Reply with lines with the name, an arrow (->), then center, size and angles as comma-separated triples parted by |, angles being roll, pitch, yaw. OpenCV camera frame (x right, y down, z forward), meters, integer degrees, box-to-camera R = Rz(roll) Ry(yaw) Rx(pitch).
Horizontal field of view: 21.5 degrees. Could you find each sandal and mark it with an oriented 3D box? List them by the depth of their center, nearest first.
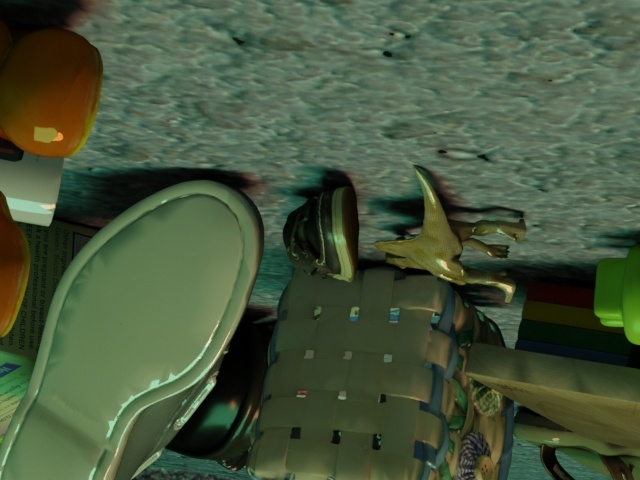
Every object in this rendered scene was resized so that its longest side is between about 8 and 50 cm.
sandal -> 0.311, 0.263, 1.978 | 0.120, 0.086, 0.303 | -3, 164, 37

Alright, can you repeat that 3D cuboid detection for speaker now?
speaker -> -0.223, -0.046, 1.009 | 0.136, 0.055, 0.055 | 11, 166, -14

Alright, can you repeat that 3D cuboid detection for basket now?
basket -> 0.052, 0.165, 1.334 | 0.201, 0.255, 0.289 | 5, 156, 12

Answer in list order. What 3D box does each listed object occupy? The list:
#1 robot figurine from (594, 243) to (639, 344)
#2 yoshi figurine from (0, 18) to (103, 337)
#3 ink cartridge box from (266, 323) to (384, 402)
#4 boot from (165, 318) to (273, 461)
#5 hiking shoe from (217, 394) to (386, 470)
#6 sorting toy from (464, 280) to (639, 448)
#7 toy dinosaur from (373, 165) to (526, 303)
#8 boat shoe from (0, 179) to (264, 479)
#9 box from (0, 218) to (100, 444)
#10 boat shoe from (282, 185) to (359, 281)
robot figurine -> 0.237, 0.036, 1.089 | 0.115, 0.067, 0.101 | 2, 164, 19
yoshi figurine -> -0.282, -0.061, 0.723 | 0.362, 0.203, 0.203 | 16, 148, -26
ink cartridge box -> -0.026, 0.122, 1.604 | 0.109, 0.063, 0.150 | 14, 166, -30
boot -> -0.222, 0.122, 1.557 | 0.260, 0.131, 0.348 | 15, 165, -32
hiking shoe -> -0.035, 0.174, 1.816 | 0.132, 0.113, 0.304 | 35, -167, 37
sorting toy -> 0.279, 0.103, 1.248 | 0.255, 0.089, 0.257 | 8, 167, 32
toy dinosaur -> 0.081, 0.006, 1.075 | 0.092, 0.053, 0.183 | 9, 167, -2
boat shoe -> -0.124, 0.075, 1.153 | 0.116, 0.319, 0.099 | 37, -151, 9
box -> -0.258, 0.068, 1.287 | 0.243, 0.117, 0.213 | 17, 151, -33
boat shoe -> 0.000, 0.000, 1.085 | 0.049, 0.056, 0.152 | 1, 167, 2
